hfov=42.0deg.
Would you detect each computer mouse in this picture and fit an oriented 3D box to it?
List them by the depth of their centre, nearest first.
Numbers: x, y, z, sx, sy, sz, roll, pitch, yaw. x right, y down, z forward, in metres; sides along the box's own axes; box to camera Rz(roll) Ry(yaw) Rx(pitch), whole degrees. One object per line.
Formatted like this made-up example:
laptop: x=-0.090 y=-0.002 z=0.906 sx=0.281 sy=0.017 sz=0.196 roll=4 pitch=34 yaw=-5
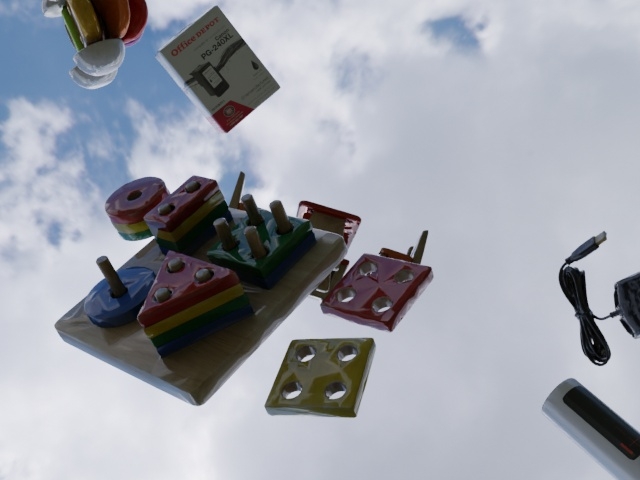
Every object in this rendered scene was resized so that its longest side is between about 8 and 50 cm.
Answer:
computer mouse: x=0.474 y=0.057 z=1.233 sx=0.060 sy=0.262 sz=0.184 roll=1 pitch=-120 yaw=-35

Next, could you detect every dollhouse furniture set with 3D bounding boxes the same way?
dollhouse furniture set: x=0.000 y=0.000 z=1.159 sx=0.262 sy=0.259 sz=0.135 roll=17 pitch=-108 yaw=-1

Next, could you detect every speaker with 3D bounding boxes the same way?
speaker: x=0.301 y=0.208 z=0.876 sx=0.055 sy=0.055 sz=0.136 roll=-39 pitch=-129 yaw=-9

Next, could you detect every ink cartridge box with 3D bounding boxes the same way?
ink cartridge box: x=-0.149 y=-0.246 z=1.206 sx=0.109 sy=0.063 sz=0.150 roll=-42 pitch=-74 yaw=-7

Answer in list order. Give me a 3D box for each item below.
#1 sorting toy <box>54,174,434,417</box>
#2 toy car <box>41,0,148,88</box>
sorting toy: x=-0.070 y=0.018 z=0.481 sx=0.132 sy=0.274 sz=0.046 roll=-45 pitch=-48 yaw=-31
toy car: x=-0.323 y=-0.323 z=1.232 sx=0.136 sy=0.182 sz=0.159 roll=-25 pitch=-86 yaw=-20
